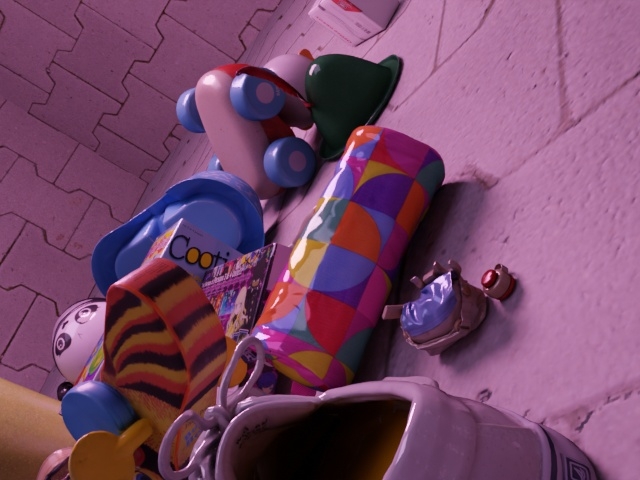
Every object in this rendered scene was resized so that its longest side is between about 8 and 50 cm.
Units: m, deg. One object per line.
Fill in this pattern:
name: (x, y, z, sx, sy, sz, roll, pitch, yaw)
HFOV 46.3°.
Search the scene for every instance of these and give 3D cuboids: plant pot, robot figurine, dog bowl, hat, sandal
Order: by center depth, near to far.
hat: (-0.014, -0.225, 0.998, 0.173, 0.184, 0.208, -60, 17, -6)
sandal: (-0.388, 0.418, 1.114, 0.079, 0.088, 0.240, 46, 128, 37)
dog bowl: (-0.210, 0.004, 1.136, 0.297, 0.166, 0.074, -33, 19, 22)
plant pot: (-0.534, 0.356, 1.279, 0.276, 0.254, 0.276, -43, 35, 42)
robot figurine: (-0.431, 0.195, 1.444, 0.278, 0.174, 0.209, 177, 83, -70)

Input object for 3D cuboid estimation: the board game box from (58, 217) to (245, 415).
board game box: (-0.203, 0.133, 0.984, 0.142, 0.144, 0.275, -22, 39, 63)

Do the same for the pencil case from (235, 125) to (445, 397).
pencil case: (0.023, 0.018, 0.639, 0.236, 0.104, 0.104, -63, 18, -15)

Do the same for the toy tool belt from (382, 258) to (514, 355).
toy tool belt: (0.085, 0.040, 0.508, 0.083, 0.051, 0.052, -46, 21, 33)

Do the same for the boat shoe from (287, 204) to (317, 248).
boat shoe: (0.000, 0.000, 0.822, 0.137, 0.049, 0.043, -50, -20, 28)

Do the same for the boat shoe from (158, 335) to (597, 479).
boat shoe: (-0.023, 0.136, 0.463, 0.367, 0.156, 0.135, -23, 39, 61)

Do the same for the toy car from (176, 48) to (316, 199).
toy car: (-0.057, -0.200, 1.167, 0.238, 0.210, 0.219, -35, 19, -29)

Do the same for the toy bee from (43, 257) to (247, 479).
toy bee: (-0.128, 0.160, 0.652, 0.195, 0.162, 0.298, -48, -13, -32)

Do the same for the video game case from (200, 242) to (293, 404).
video game case: (-0.102, 0.122, 0.824, 0.232, 0.042, 0.210, -21, 54, 62)

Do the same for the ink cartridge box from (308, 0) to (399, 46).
ink cartridge box: (0.052, -0.378, 1.218, 0.056, 0.099, 0.135, -61, 18, -8)
